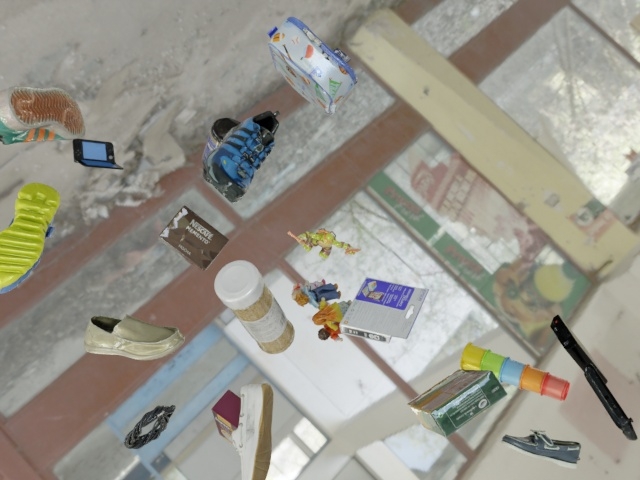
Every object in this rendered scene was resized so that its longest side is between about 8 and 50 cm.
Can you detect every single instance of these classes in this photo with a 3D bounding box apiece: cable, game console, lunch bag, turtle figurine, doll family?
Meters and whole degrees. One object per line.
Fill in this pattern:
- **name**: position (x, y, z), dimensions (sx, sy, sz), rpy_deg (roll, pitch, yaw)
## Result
- **cable**: position (-0.508, 0.558, 1.913), dimensions (0.184, 0.047, 0.150), rpy_deg (-50, 164, 16)
- **game console**: position (-0.641, -0.249, 1.878), dimensions (0.122, 0.107, 0.071), rpy_deg (1, 165, -41)
- **lunch bag**: position (-0.026, -0.441, 1.650), dimensions (0.115, 0.243, 0.303), rpy_deg (-47, -178, -1)
- **game console**: position (0.718, 0.362, 1.688), dimensions (0.044, 0.213, 0.361), rpy_deg (-36, -146, 16)
- **turtle figurine**: position (0.000, 0.000, 2.334), dimensions (0.217, 0.269, 0.087), rpy_deg (144, -44, -73)
- **doll family**: position (0.006, 0.201, 2.085), dimensions (0.163, 0.263, 0.118), rpy_deg (-14, 143, -35)

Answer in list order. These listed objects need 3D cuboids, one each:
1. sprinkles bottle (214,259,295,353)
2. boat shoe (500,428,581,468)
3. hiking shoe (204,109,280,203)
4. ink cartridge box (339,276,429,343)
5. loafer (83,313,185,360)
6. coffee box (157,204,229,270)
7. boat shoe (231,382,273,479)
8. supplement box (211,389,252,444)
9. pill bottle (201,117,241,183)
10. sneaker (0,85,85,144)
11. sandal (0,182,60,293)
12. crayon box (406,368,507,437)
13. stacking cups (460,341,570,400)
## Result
- **sprinkles bottle**: position (-0.171, 0.191, 1.778), dimensions (0.121, 0.121, 0.355), rpy_deg (-44, 147, -14)
- **boat shoe**: position (0.629, 0.581, 1.847), dimensions (0.095, 0.254, 0.079), rpy_deg (178, -71, -79)
- **hiking shoe**: position (-0.171, -0.204, 1.467), dimensions (0.132, 0.113, 0.304), rpy_deg (-35, -152, 26)
- **ink cartridge box**: position (0.190, 0.205, 1.892), dimensions (0.206, 0.208, 0.045), rpy_deg (-56, 144, -40)
- **loafer**: position (-0.476, 0.237, 1.637), dimensions (0.102, 0.268, 0.092), rpy_deg (-71, 158, -67)
- **coffee box**: position (-0.395, -0.004, 1.985), dimensions (0.119, 0.168, 0.297), rpy_deg (-52, -168, -10)
- **boat shoe**: position (-0.184, 0.514, 1.699), dimensions (0.098, 0.096, 0.277), rpy_deg (50, 41, -61)
- **supplement box**: position (-0.248, 0.536, 1.922), dimensions (0.081, 0.104, 0.188), rpy_deg (-46, 153, -30)
- **pill bottle**: position (-0.320, -0.285, 2.130), dimensions (0.123, 0.122, 0.219), rpy_deg (-41, 168, -41)
- **sneaker**: position (-0.596, -0.253, 1.328), dimensions (0.120, 0.108, 0.302), rpy_deg (-12, -178, 9)
- **sandal**: position (-0.724, 0.010, 1.588), dimensions (0.138, 0.126, 0.318), rpy_deg (119, -12, -45)
- **crayon box**: position (0.378, 0.453, 1.847), dimensions (0.203, 0.083, 0.323), rpy_deg (-32, 174, -8)
- **stacking cups**: position (0.586, 0.394, 1.965), dimensions (0.096, 0.316, 0.096), rpy_deg (-24, 120, -51)
